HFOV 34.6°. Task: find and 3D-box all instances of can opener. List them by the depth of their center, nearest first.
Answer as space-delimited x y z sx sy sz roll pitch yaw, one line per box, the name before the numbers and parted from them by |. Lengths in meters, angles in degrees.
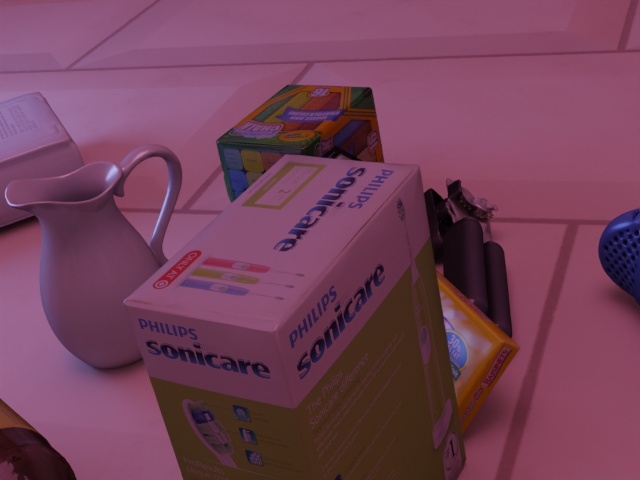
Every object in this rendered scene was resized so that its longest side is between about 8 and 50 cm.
can opener | 0.149 0.024 1.073 0.093 0.074 0.280 -40 21 21

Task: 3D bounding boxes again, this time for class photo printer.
photo printer | -0.500 -0.091 1.433 0.307 0.107 0.256 -22 31 -17

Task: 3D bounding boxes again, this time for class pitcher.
pitcher | -0.207 0.014 1.054 0.178 0.207 0.125 -24 32 -21

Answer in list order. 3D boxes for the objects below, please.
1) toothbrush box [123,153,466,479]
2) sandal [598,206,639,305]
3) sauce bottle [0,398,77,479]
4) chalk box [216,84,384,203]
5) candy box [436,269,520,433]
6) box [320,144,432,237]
toothbrush box | 0.000 0.110 0.745 0.122 0.283 0.206 8 36 29
sandal | 0.343 0.063 0.877 0.138 0.126 0.317 -26 32 -17
sauce bottle | -0.277 0.200 0.858 0.111 0.111 0.344 -30 35 -29
chalk box | -0.032 -0.086 1.239 0.132 0.132 0.213 8 35 31
candy box | 0.094 0.087 0.945 0.105 0.027 0.206 -57 33 9
box | 0.000 0.000 1.093 0.180 0.077 0.147 -39 37 -12
